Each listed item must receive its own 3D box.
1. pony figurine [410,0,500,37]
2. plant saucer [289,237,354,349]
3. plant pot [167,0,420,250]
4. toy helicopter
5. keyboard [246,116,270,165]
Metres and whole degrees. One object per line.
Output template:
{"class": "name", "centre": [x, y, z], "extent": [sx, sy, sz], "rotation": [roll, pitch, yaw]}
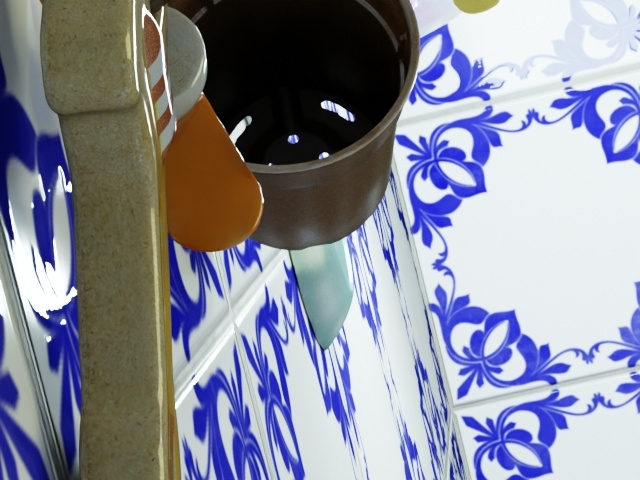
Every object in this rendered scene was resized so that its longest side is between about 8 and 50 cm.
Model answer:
{"class": "pony figurine", "centre": [0.082, -0.320, 1.941], "extent": [0.303, 0.351, 0.363], "rotation": [58, 35, -22]}
{"class": "plant saucer", "centre": [0.000, 0.000, 1.700], "extent": [0.195, 0.037, 0.195], "rotation": [-13, 90, -83]}
{"class": "plant pot", "centre": [-0.021, -0.082, 1.197], "extent": [0.165, 0.167, 0.167], "rotation": [84, -4, -66]}
{"class": "toy helicopter", "centre": [-0.085, -0.039, 0.785], "extent": [0.235, 0.140, 0.355], "rotation": [143, -56, -87]}
{"class": "keyboard", "centre": [-0.073, -0.168, 1.501], "extent": [0.256, 0.014, 0.072], "rotation": [70, 9, -45]}
